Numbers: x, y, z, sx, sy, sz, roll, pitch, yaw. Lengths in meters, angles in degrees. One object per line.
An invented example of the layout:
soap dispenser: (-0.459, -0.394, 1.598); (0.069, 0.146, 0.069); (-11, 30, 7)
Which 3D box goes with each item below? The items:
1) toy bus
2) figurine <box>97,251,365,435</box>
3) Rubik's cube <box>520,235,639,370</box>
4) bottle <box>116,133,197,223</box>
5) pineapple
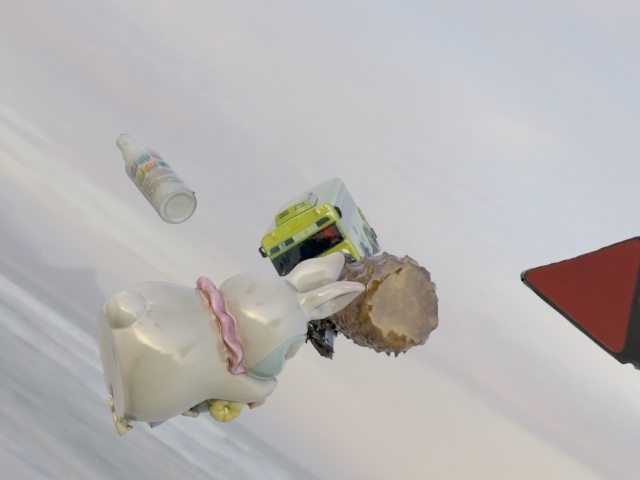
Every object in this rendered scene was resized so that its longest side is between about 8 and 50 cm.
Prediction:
toy bus: (0.000, 0.000, 1.493); (0.150, 0.128, 0.262); (60, 10, -8)
figurine: (-0.079, 0.095, 0.941); (0.127, 0.235, 0.155); (-136, -139, -57)
Rubik's cube: (0.236, 0.064, 0.612); (0.234, 0.250, 0.284); (5, -6, 1)
bottle: (-0.245, -0.099, 1.457); (0.060, 0.060, 0.217); (45, 1, -45)
pineapple: (0.031, 0.075, 1.144); (0.111, 0.119, 0.237); (41, -21, -19)
